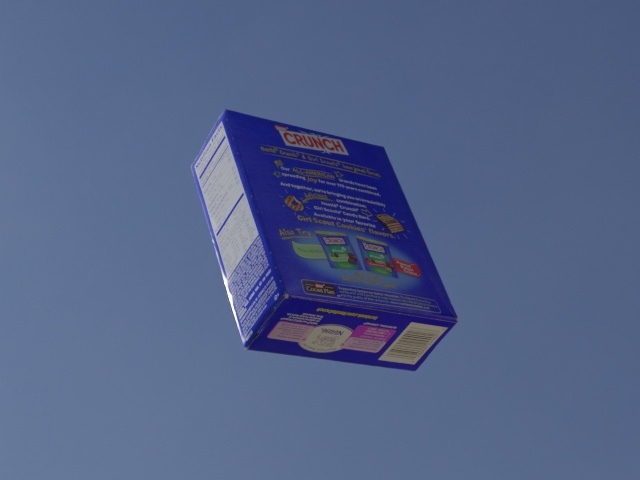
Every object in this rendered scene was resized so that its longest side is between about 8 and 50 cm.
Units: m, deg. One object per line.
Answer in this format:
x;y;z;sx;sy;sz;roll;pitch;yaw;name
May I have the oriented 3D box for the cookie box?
0.000;0.000;0.606;0.092;0.107;0.040;10;-46;-33;cookie box
